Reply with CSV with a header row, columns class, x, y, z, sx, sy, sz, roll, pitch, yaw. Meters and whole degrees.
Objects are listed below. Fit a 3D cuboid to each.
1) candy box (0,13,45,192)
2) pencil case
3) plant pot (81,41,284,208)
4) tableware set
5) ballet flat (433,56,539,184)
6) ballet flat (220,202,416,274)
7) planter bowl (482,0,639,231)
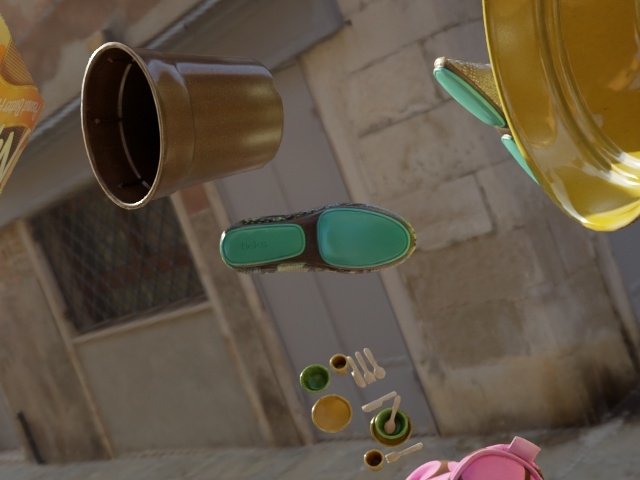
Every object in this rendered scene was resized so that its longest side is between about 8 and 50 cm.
class,x,y,z,sx,sy,sz,roll,pitch,yaw
candy box,-0.337,-0.106,0.780,0.316,0.088,0.182,129,165,-76
pencil case,0.123,0.220,0.758,0.209,0.095,0.098,117,175,-72
plant pot,-0.139,-0.126,0.956,0.165,0.166,0.167,-12,-3,-39
tableware set,0.043,0.197,1.059,0.104,0.154,0.024,-24,-34,-7
ballet flat,0.202,-0.133,0.935,0.067,0.206,0.073,-49,23,-2
ballet flat,0.000,0.000,0.861,0.189,0.070,0.070,0,9,14
planter bowl,0.173,-0.120,0.502,0.090,0.217,0.217,-15,2,-9
